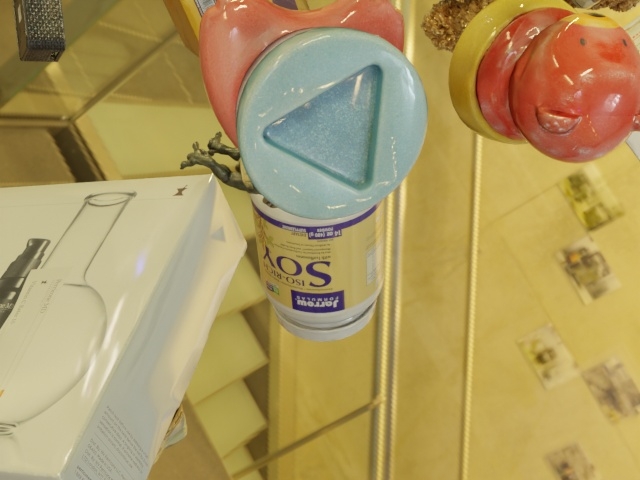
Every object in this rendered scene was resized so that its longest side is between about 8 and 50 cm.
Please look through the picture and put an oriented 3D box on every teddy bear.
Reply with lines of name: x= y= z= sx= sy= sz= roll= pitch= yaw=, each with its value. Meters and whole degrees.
teddy bear: x=0.290 y=-0.368 z=1.155 sx=0.113 sy=0.337 sz=0.245 roll=-42 pitch=141 yaw=-52

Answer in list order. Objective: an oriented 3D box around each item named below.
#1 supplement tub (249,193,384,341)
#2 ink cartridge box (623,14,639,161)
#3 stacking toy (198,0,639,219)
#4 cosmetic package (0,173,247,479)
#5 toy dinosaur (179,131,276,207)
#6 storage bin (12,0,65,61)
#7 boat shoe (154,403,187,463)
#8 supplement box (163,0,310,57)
supplement tub: x=0.000 y=0.000 z=1.464 sx=0.241 sy=0.240 sz=0.332 roll=-93 pitch=180 yaw=-50
ink cartridge box: x=0.335 y=-0.163 z=0.784 sx=0.067 sy=0.115 sz=0.198 roll=45 pitch=26 yaw=-17
stacking toy: x=0.076 y=-0.156 z=0.522 sx=0.130 sy=0.308 sz=0.280 roll=-121 pitch=-160 yaw=-58
cosmetic package: x=-0.282 y=0.078 z=0.657 sx=0.285 sy=0.377 sz=0.098 roll=-70 pitch=150 yaw=-44
toy dinosaur: x=-0.100 y=-0.089 z=0.986 sx=0.118 sy=0.064 sz=0.268 roll=26 pitch=3 yaw=8
storage bin: x=-0.629 y=-0.499 z=1.767 sx=0.084 sy=0.122 sz=0.180 roll=-7 pitch=87 yaw=-29
boat shoe: x=-0.194 y=0.217 z=0.884 sx=0.135 sy=0.050 sz=0.045 roll=-31 pitch=123 yaw=-69
supplement box: x=-0.150 y=-0.418 z=1.261 sx=0.129 sy=0.194 sz=0.191 roll=45 pitch=-17 yaw=48
